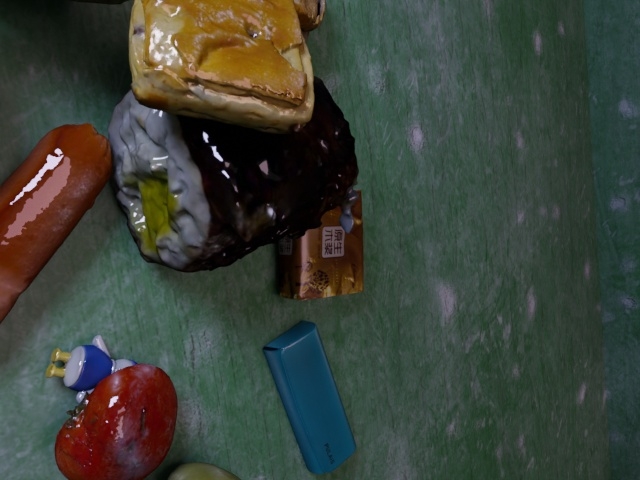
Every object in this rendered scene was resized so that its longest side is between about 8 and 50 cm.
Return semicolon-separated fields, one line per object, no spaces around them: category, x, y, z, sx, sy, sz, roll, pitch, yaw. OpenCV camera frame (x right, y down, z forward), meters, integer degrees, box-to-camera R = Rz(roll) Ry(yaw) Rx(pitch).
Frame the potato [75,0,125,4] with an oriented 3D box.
potato;-0.383;-0.424;0.527;0.280;0.212;0.330;-10;94;-47

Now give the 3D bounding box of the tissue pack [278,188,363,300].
tissue pack;0.000;0.000;0.971;0.183;0.092;0.226;-2;94;-42

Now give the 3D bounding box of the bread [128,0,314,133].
bread;-0.109;-0.244;0.558;0.210;0.099;0.235;6;61;-28

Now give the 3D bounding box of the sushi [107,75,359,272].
sushi;-0.127;-0.113;0.719;0.294;0.299;0.281;-22;105;-40

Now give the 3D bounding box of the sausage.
sausage;-0.397;-0.006;0.618;0.097;0.094;0.348;45;69;-39

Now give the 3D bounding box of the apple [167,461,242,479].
apple;-0.197;0.509;0.707;0.295;0.233;0.258;-25;103;-38

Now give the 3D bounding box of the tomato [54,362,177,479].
tomato;-0.277;0.288;0.695;0.189;0.099;0.173;-51;136;-10

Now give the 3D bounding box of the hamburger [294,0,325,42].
hamburger;-0.090;-0.448;0.839;0.243;0.146;0.286;-11;84;-55

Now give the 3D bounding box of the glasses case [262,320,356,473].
glasses case;-0.013;0.326;0.979;0.117;0.070;0.301;-30;111;-36

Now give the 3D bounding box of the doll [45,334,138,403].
doll;-0.325;0.192;0.708;0.143;0.057;0.099;23;66;-41
